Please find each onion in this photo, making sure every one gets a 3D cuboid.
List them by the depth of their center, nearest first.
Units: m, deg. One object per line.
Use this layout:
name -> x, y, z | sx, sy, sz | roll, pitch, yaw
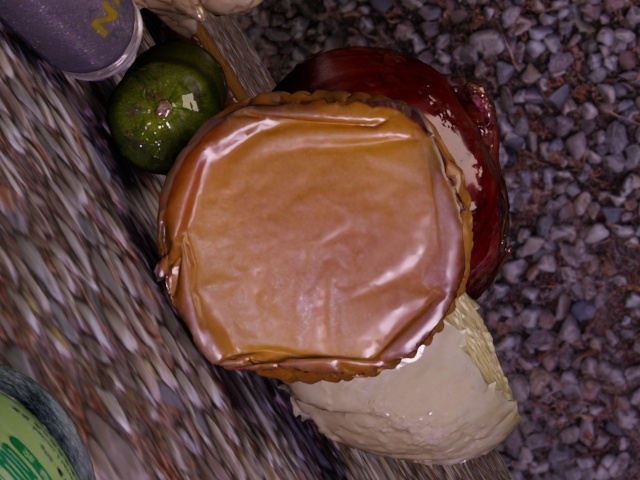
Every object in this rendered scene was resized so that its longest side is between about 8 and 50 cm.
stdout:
onion -> 0.058, -0.051, 1.820 | 0.276, 0.276, 0.276 | 57, 5, -7

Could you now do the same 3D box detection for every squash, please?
squash -> -0.109, -0.101, 1.423 | 0.087, 0.087, 0.331 | 56, 5, -11

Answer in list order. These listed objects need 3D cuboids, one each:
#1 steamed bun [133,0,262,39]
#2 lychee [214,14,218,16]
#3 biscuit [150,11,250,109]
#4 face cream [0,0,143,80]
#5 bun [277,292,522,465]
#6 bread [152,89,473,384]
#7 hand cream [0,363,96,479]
steamed bun -> -0.163, -0.246, 1.401 | 0.292, 0.137, 0.295 | 39, 0, -22
lychee -> -0.108, -0.430, 1.707 | 0.500, 0.424, 0.424 | 94, -28, -51
biscuit -> -0.112, -0.167, 2.125 | 0.305, 0.038, 0.305 | 58, 3, -5
face cream -> -0.178, -0.167, 1.205 | 0.073, 0.073, 0.283 | 59, 5, 21
bun -> 0.027, 0.055, 1.391 | 0.259, 0.152, 0.259 | 58, 9, -16
bread -> 0.000, -0.001, 1.227 | 0.199, 0.199, 0.104 | 58, 3, 11
hand cream -> -0.096, 0.084, 0.552 | 0.095, 0.046, 0.175 | 59, 6, -10
